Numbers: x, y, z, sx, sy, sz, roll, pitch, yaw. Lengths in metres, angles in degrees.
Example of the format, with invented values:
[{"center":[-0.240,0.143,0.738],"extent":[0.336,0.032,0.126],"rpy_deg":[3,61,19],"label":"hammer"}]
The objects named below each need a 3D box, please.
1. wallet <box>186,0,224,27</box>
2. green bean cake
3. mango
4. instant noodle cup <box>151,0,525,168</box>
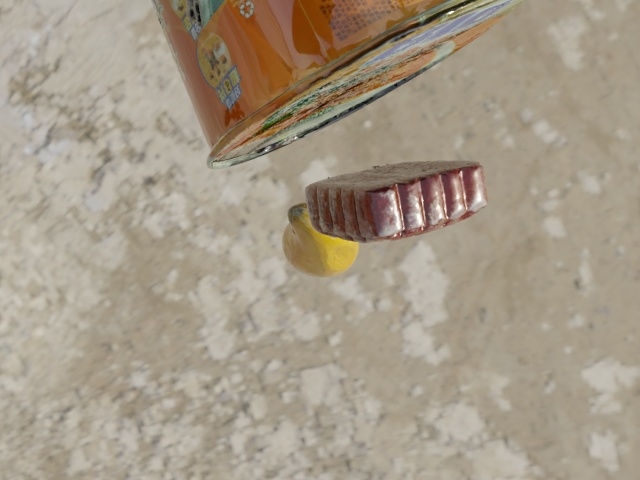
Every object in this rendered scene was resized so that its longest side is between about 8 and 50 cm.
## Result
[{"center":[-0.047,-0.201,0.981],"extent":[0.026,0.088,0.129],"rpy_deg":[35,81,4],"label":"wallet"},{"center":[0.068,-0.036,1.411],"extent":[0.135,0.135,0.056],"rpy_deg":[-14,102,-27],"label":"green bean cake"},{"center":[0.000,0.000,1.925],"extent":[0.098,0.190,0.075],"rpy_deg":[14,70,5],"label":"mango"},{"center":[-0.008,-0.216,1.207],"extent":[0.296,0.296,0.214],"rpy_deg":[-26,87,-29],"label":"instant noodle cup"}]
